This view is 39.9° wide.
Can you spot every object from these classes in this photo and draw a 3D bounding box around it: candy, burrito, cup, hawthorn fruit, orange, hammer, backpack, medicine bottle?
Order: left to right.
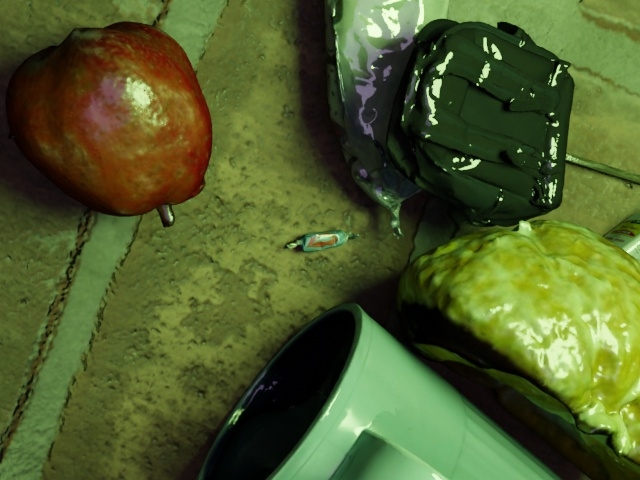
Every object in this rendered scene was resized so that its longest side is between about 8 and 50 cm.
[{"bbox_3d":[-0.191,-0.104,0.849,0.185,0.185,0.202,-30,103,-5],"label":"hawthorn fruit"},{"bbox_3d":[0.000,0.001,0.961,0.083,0.030,0.020,-8,94,-15],"label":"candy"},{"bbox_3d":[0.067,-0.223,0.913,0.139,0.101,0.445,1,95,-13],"label":"burrito"},{"bbox_3d":[0.090,0.241,0.855,0.311,0.331,0.256,39,48,-12],"label":"cup"},{"bbox_3d":[0.159,-0.118,0.866,0.258,0.133,0.206,14,85,-44],"label":"backpack"},{"bbox_3d":[0.250,0.106,0.891,0.369,0.271,0.210,36,76,-13],"label":"orange"},{"bbox_3d":[0.363,-0.073,1.013,0.292,0.029,0.058,15,95,-12],"label":"hammer"},{"bbox_3d":[0.369,0.001,0.992,0.118,0.074,0.055,-36,98,-3],"label":"medicine bottle"}]
